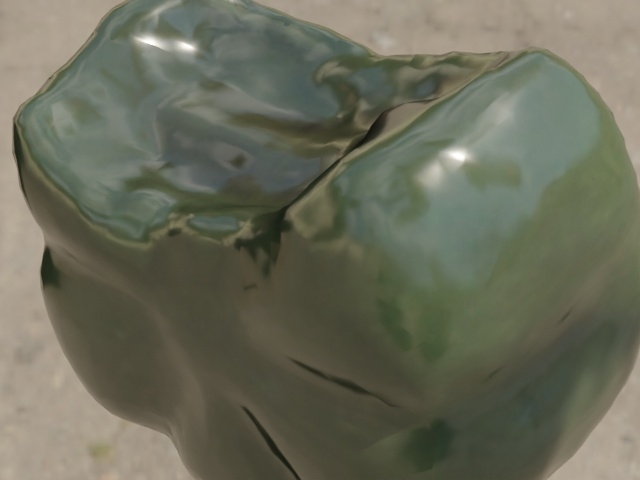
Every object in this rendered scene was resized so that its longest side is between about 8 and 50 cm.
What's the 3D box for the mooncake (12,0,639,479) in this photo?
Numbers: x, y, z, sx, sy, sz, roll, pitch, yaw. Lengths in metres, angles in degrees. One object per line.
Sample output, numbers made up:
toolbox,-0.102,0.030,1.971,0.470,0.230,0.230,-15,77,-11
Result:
mooncake,0.000,0.000,0.510,0.104,0.175,0.168,-33,93,-34
